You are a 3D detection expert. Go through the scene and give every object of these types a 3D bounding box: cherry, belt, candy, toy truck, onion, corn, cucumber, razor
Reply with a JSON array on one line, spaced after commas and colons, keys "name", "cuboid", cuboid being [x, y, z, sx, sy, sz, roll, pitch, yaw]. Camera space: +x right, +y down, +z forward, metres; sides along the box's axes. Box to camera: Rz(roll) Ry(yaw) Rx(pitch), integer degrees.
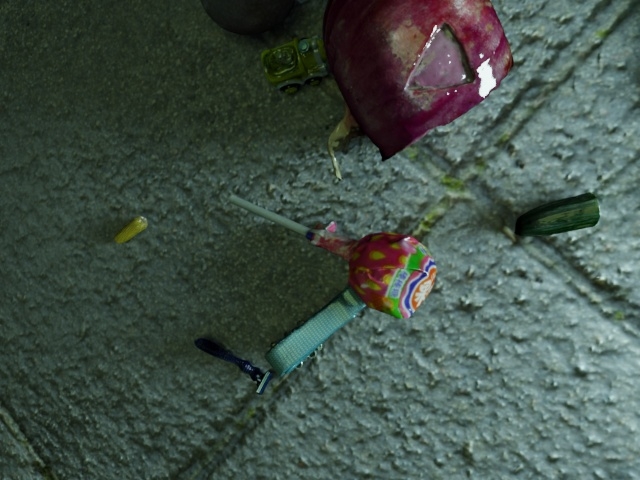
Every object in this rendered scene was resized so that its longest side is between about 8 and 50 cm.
[{"name": "cherry", "cuboid": [-0.112, -0.405, 0.662, 0.176, 0.140, 0.175, 12, 105, 50]}, {"name": "belt", "cuboid": [-0.005, 0.146, 0.687, 0.179, 0.100, 0.065, -37, 79, 0]}, {"name": "candy", "cuboid": [0.000, 0.000, 0.663, 0.366, 0.124, 0.124, 23, 98, 22]}, {"name": "toy truck", "cuboid": [-0.038, -0.288, 0.673, 0.111, 0.077, 0.076, -14, 88, 17]}, {"name": "onion", "cuboid": [0.104, -0.251, 0.549, 0.273, 0.256, 0.230, -32, 98, -6]}, {"name": "corn", "cuboid": [-0.360, -0.021, 0.809, 0.083, 0.028, 0.027, -32, 67, 20]}, {"name": "cucumber", "cuboid": [0.322, -0.032, 0.586, 0.105, 0.048, 0.047, -15, 87, 19]}, {"name": "razor", "cuboid": [-0.157, 0.214, 0.751, 0.155, 0.028, 0.044, 25, 91, 14]}]
